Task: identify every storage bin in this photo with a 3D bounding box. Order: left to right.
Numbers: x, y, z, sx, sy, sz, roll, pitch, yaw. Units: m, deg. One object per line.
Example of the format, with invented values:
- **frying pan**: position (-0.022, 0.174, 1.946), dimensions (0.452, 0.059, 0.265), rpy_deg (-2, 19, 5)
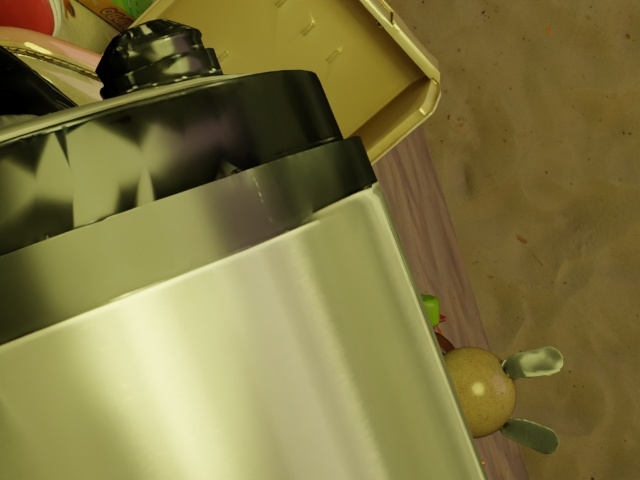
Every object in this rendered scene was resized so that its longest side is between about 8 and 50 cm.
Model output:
- **storage bin**: position (-0.051, -0.173, 1.060), dimensions (0.262, 0.260, 0.123), rpy_deg (45, 20, -15)

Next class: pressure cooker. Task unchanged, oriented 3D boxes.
- **pressure cooker**: position (-0.115, 0.098, 0.478), dimensions (0.375, 0.370, 0.420), rpy_deg (-24, 96, -40)

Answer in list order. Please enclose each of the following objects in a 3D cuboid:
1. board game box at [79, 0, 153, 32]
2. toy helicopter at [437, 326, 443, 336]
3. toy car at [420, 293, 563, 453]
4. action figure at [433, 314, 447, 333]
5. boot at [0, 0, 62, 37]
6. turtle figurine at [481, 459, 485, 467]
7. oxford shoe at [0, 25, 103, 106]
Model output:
- **board game box**: position (-0.248, -0.307, 1.064), dimensions (0.259, 0.039, 0.124), rpy_deg (33, 43, -71)
- **toy helicopter**: position (0.049, 0.055, 1.508), dimensions (0.235, 0.140, 0.355), rpy_deg (28, 30, -44)
- **toy car**: position (0.144, 0.143, 1.006), dimensions (0.149, 0.188, 0.155), rpy_deg (-17, 108, -63)
- **action figure**: position (0.044, 0.104, 1.173), dimensions (0.370, 0.275, 0.248), rpy_deg (-2, 100, -45)
- **boot**: position (-0.293, -0.209, 0.736), dimensions (0.244, 0.088, 0.176), rpy_deg (54, 25, -31)
- **turtle figurine**: position (0.103, 0.353, 1.257), dimensions (0.087, 0.269, 0.217), rpy_deg (145, -56, -60)
- **oxford shoe**: position (-0.167, -0.031, 0.897), dimensions (0.397, 0.140, 0.146), rpy_deg (42, 54, -45)
